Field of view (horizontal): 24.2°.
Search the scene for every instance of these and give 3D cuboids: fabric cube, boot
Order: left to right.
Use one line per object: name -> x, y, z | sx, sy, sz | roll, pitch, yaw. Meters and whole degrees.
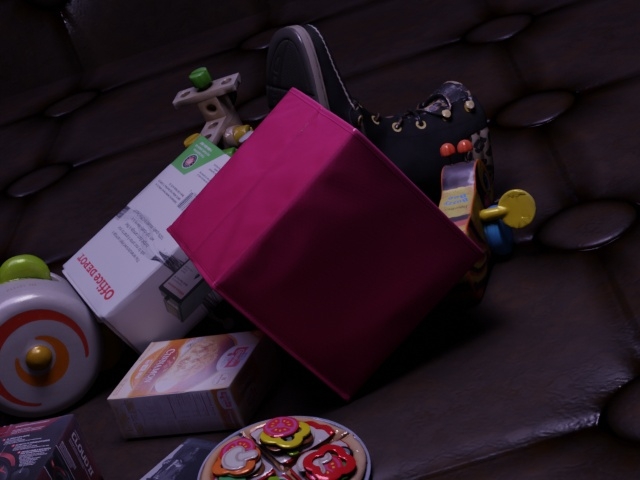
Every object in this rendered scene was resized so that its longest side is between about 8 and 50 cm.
fabric cube -> 0.000, 0.000, 1.918 | 0.258, 0.254, 0.259 | -49, 26, 1
boot -> 0.093, -0.167, 2.182 | 0.284, 0.377, 0.138 | -26, 15, -27

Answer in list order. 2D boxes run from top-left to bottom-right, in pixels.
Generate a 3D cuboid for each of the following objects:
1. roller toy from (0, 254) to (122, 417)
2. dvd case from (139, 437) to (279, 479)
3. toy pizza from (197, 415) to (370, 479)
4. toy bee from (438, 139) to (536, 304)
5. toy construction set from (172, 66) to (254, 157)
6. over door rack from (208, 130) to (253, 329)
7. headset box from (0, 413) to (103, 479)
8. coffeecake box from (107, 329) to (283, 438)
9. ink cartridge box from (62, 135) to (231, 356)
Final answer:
roller toy -> -0.406, 0.148, 2.108 | 0.191, 0.209, 0.146 | -46, 26, -3
dvd case -> -0.168, 0.317, 1.737 | 0.179, 0.029, 0.238 | 3, 33, 43
toy pizza -> -0.043, 0.259, 1.702 | 0.201, 0.032, 0.201 | -6, 33, 4
toy bee -> 0.193, -0.047, 2.085 | 0.195, 0.162, 0.298 | -20, 23, 5
toy construction set -> -0.150, -0.165, 2.531 | 0.309, 0.237, 0.257 | 5, 33, 44
over door rack -> -0.113, -0.011, 2.287 | 0.239, 0.108, 0.324 | 13, 60, 52
headset box -> -0.406, 0.331, 1.797 | 0.218, 0.110, 0.293 | -13, 24, 16
coffeecake box -> -0.163, 0.189, 1.969 | 0.185, 0.068, 0.142 | -8, 25, 25
ink cartridge box -> -0.206, 0.010, 2.141 | 0.289, 0.121, 0.211 | -44, 32, -4
